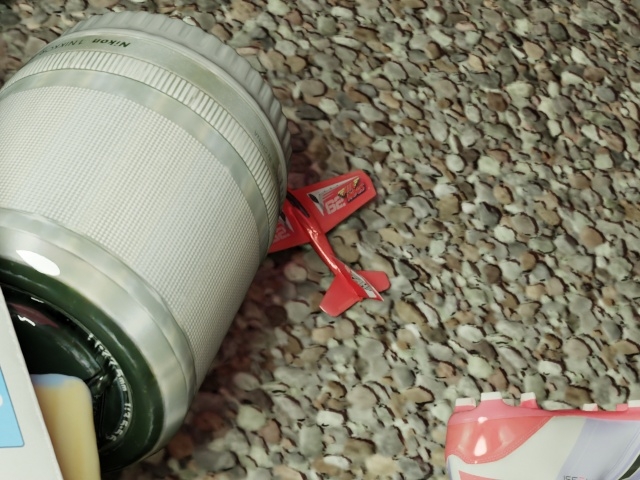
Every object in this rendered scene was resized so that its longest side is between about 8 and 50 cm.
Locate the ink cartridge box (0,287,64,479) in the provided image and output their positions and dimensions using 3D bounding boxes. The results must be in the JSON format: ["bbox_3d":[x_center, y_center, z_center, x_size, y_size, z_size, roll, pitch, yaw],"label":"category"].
[{"bbox_3d":[-0.298,0.037,0.913,0.261,0.066,0.296,1,49,-35],"label":"ink cartridge box"}]

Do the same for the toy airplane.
[{"bbox_3d":[0.000,0.000,1.370,0.151,0.028,0.151,10,50,-12],"label":"toy airplane"}]

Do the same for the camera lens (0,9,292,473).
[{"bbox_3d":[-0.154,0.003,1.177,0.219,0.219,0.274,25,47,1],"label":"camera lens"}]

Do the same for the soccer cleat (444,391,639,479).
[{"bbox_3d":[0.205,0.164,1.289,0.248,0.083,0.095,6,79,-23],"label":"soccer cleat"}]

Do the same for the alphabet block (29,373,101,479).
[{"bbox_3d":[-0.229,0.207,0.996,0.193,0.192,0.197,1,50,-18],"label":"alphabet block"}]
